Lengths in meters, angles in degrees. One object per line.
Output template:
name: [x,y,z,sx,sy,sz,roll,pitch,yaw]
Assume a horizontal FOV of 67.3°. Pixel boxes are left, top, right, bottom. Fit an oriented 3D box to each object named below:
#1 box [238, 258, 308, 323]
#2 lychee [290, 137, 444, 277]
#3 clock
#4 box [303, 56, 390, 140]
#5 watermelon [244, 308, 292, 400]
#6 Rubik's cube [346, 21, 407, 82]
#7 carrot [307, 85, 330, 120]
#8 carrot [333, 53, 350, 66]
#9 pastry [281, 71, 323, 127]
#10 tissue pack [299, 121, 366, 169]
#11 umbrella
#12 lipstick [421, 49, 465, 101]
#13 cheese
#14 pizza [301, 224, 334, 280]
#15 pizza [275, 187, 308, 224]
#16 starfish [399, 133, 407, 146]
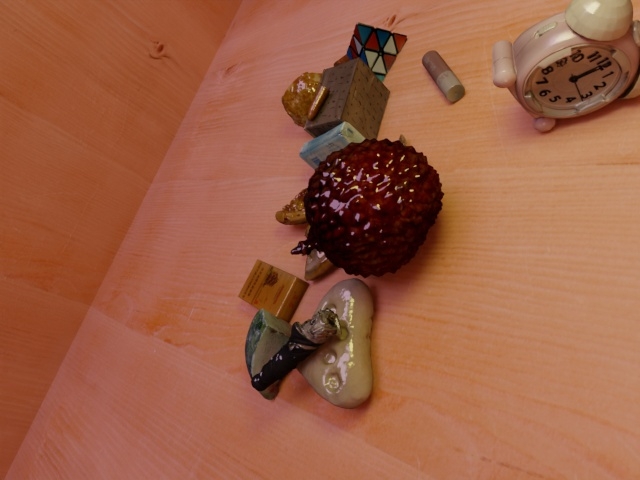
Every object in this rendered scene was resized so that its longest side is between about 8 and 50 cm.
box: [-0.186,0.192,1.839,0.274,0.076,0.174,19,80,48]
lychee: [0.131,-0.083,1.453,0.500,0.424,0.424,-34,44,4]
clock: [0.664,-0.462,1.252,0.326,0.342,0.184,-16,59,47]
box: [0.111,-0.517,1.895,0.190,0.225,0.297,0,67,45]
watermelon: [-0.154,0.368,1.678,0.289,0.214,0.319,-108,13,-78]
Rubik's cube: [0.171,-0.823,1.986,0.250,0.234,0.284,33,88,32]
carrot: [-0.014,-0.514,1.809,0.048,0.048,0.139,25,87,49]
carrot: [0.137,-0.840,2.214,0.210,0.061,0.061,-7,60,46]
pastry: [-0.025,-0.590,2.083,0.256,0.237,0.170,-30,66,26]
tissue pack: [0.064,-0.335,1.828,0.263,0.177,0.089,-17,43,51]
umbrella: [-0.089,0.329,1.443,0.358,0.113,0.106,-44,61,21]
lipstick: [0.443,-0.600,1.745,0.070,0.070,0.254,-36,44,22]
cheese: [0.079,0.319,1.458,0.351,0.130,0.328,-52,39,7]
pizza: [0.000,0.000,1.786,0.189,0.071,0.297,-31,41,32]
pizza: [-0.038,-0.158,1.876,0.336,0.086,0.226,-18,36,35]
starfish: [0.258,-0.275,1.720,0.277,0.062,0.235,-22,52,42]
